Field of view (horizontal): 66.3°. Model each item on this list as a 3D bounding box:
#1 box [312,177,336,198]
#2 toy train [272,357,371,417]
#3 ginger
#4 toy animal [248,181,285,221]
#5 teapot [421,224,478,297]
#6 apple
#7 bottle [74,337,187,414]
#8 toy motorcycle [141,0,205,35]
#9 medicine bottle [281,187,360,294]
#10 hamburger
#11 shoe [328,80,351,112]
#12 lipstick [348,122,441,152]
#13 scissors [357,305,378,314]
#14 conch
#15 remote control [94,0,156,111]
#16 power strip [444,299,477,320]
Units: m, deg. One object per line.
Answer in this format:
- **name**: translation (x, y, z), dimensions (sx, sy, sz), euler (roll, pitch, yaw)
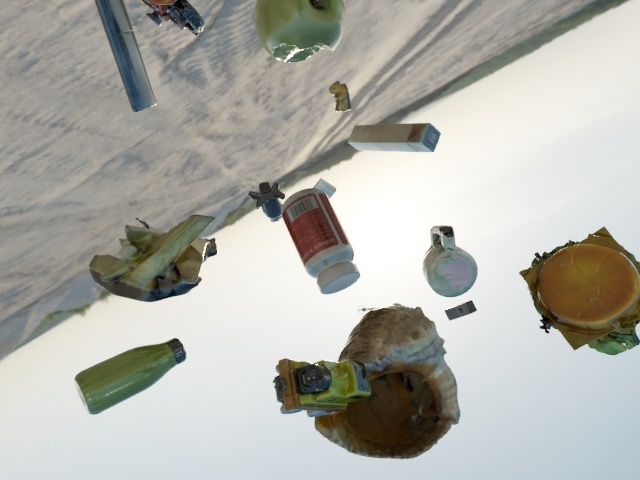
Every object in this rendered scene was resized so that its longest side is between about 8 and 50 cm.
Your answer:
- **box**: translation (-0.010, -0.181, 2.058), dimensions (0.154, 0.084, 0.040), euler (-48, -156, 31)
- **toy train**: translation (0.002, 0.254, 0.867), dimensions (0.127, 0.089, 0.219), euler (-26, 149, 24)
- **ginger**: translation (-0.487, 0.005, 1.476), dimensions (0.413, 0.211, 0.358), euler (5, -152, 18)
- **toy animal**: translation (-0.199, -0.143, 1.849), dimensions (0.121, 0.117, 0.210), euler (-27, 160, -10)
- **teapot**: translation (0.392, 0.063, 1.601), dimensions (0.163, 0.221, 0.178), euler (-36, -166, 4)
- **apple**: translation (-0.068, -0.659, 1.454), dimensions (0.279, 0.279, 0.279), euler (-30, -173, 4)
- **bottle**: translation (-0.467, 0.328, 1.232), dimensions (0.260, 0.112, 0.112), euler (-22, -179, -35)
- **toy motorcycle**: translation (-0.370, -0.544, 1.027), dimensions (0.089, 0.298, 0.171), euler (-48, 167, -2)
- **medicine bottle**: translation (0.000, 0.000, 1.207), dimensions (0.131, 0.250, 0.131), euler (-20, 156, -10)
- **hamburger**: translation (0.393, 0.079, 0.714), dimensions (0.164, 0.093, 0.189), euler (-22, -131, 20)
- **shoe**: translation (0.074, -0.528, 1.810), dimensions (0.069, 0.109, 0.072), euler (-22, -147, -5)
- **lipstick**: translation (0.251, -0.364, 1.737), dimensions (0.371, 0.076, 0.080), euler (16, -98, 51)
- **scissors**: translation (0.180, 0.260, 1.854), dimensions (0.083, 0.036, 0.006), euler (-7, 150, -3)
- **conch**: translation (0.142, 0.314, 1.061), dimensions (0.352, 0.297, 0.210), euler (-33, 159, -13)
- **remote control**: translation (-0.557, -0.562, 1.382), dimensions (0.044, 0.377, 0.107), euler (-4, -153, 15)
- **power strip**: translation (0.405, 0.203, 1.420), dimensions (0.029, 0.038, 0.111), euler (-20, 168, -28)
